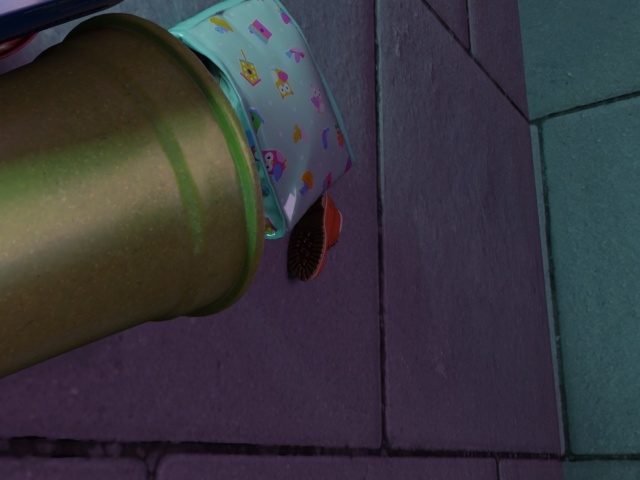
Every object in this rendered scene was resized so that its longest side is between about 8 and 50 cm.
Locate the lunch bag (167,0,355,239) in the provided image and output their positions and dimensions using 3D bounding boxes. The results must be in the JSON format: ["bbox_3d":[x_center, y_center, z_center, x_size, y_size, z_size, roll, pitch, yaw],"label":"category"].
[{"bbox_3d":[-0.089,-0.159,0.874,0.223,0.160,0.262,-50,128,-50],"label":"lunch bag"}]

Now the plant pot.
[{"bbox_3d":[-0.227,-0.013,0.547,0.254,0.276,0.276,-31,107,-45],"label":"plant pot"}]

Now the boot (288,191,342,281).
[{"bbox_3d":[0.000,0.000,1.057,0.084,0.059,0.158,47,42,-47],"label":"boot"}]

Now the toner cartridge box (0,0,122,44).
[{"bbox_3d":[-0.275,-0.145,0.447,0.348,0.165,0.075,-31,111,-28],"label":"toner cartridge box"}]

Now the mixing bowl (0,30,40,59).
[{"bbox_3d":[-0.313,-0.223,0.573,0.181,0.098,0.181,-2,94,-35],"label":"mixing bowl"}]
